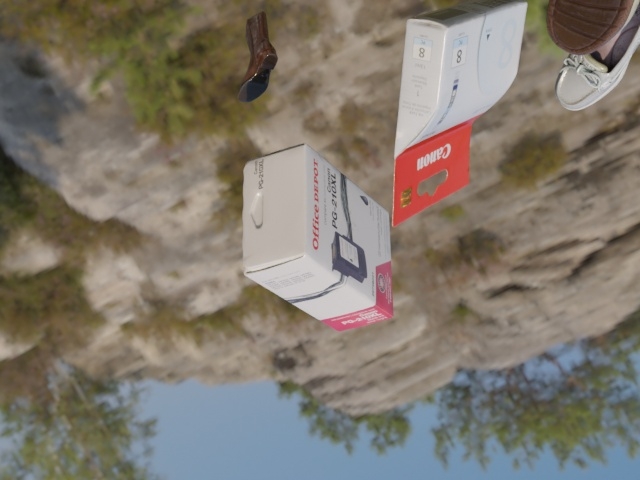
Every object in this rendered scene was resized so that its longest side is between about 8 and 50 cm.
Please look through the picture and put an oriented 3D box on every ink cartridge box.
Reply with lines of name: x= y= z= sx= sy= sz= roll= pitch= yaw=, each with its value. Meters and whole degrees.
ink cartridge box: x=0.000 y=0.000 z=1.605 sx=0.100 sy=0.171 sz=0.237 roll=-16 pitch=150 yaw=27
ink cartridge box: x=0.251 y=-0.234 z=2.143 sx=0.091 sy=0.384 sz=0.308 roll=17 pitch=-153 yaw=30

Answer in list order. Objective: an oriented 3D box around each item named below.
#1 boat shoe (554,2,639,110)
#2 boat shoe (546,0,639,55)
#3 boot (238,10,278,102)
boat shoe: x=0.559 y=-0.381 z=2.293 sx=0.103 sy=0.118 sz=0.320 roll=-16 pitch=154 yaw=-51
boat shoe: x=0.337 y=-0.315 z=1.319 sx=0.095 sy=0.095 sz=0.257 roll=-46 pitch=168 yaw=-32
boot: x=-0.103 y=-0.282 z=1.804 sx=0.037 sy=0.114 sz=0.106 roll=15 pitch=130 yaw=-33
